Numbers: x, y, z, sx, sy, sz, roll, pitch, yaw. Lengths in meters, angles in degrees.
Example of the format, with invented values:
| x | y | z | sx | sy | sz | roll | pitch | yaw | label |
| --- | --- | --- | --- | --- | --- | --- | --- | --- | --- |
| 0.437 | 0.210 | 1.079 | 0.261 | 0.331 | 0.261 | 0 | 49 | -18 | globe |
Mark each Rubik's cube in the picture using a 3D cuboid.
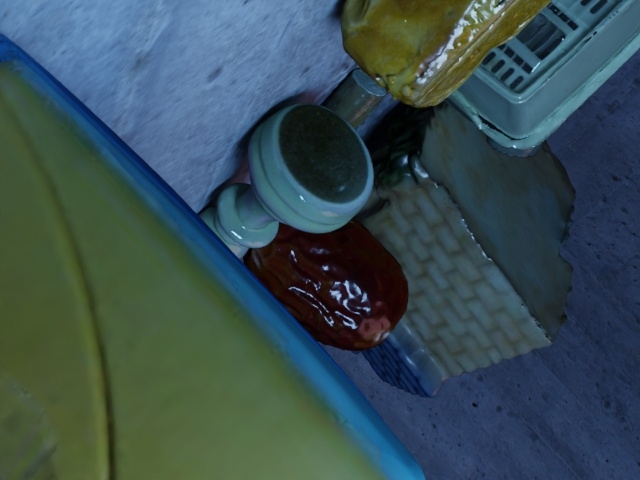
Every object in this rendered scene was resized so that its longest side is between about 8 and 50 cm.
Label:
| x | y | z | sx | sy | sz | roll | pitch | yaw | label |
| --- | --- | --- | --- | --- | --- | --- | --- | --- | --- |
| -0.168 | 0.135 | 0.689 | 0.347 | 0.352 | 0.351 | -44 | 176 | -4 | Rubik's cube |

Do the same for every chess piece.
| x | y | z | sx | sy | sz | roll | pitch | yaw | label |
| --- | --- | --- | --- | --- | --- | --- | --- | --- | --- |
| -0.071 | -0.037 | 1.320 | 0.139 | 0.139 | 0.271 | -38 | -177 | -43 | chess piece |

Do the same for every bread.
| x | y | z | sx | sy | sz | roll | pitch | yaw | label |
| --- | --- | --- | --- | --- | --- | --- | --- | --- | --- |
| 0.150 | -0.257 | 1.090 | 0.294 | 0.132 | 0.167 | -44 | 173 | 19 | bread |

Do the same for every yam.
| x | y | z | sx | sy | sz | roll | pitch | yaw | label |
| --- | --- | --- | --- | --- | --- | --- | --- | --- | --- |
| 0.020 | -0.142 | 1.405 | 0.132 | 0.054 | 0.054 | -47 | 173 | 26 | yam |

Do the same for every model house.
| x | y | z | sx | sy | sz | roll | pitch | yaw | label |
| --- | --- | --- | --- | --- | --- | --- | --- | --- | --- |
| 0.154 | -0.018 | 1.945 | 0.400 | 0.395 | 0.445 | -30 | -161 | 33 | model house |

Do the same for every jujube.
| x | y | z | sx | sy | sz | roll | pitch | yaw | label |
| --- | --- | --- | --- | --- | --- | --- | --- | --- | --- |
| 0.007 | 0.044 | 1.664 | 0.174 | 0.250 | 0.174 | -44 | 179 | -1 | jujube |

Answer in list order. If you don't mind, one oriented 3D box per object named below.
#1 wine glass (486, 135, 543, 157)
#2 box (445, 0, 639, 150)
| x | y | z | sx | sy | sz | roll | pitch | yaw | label |
| --- | --- | --- | --- | --- | --- | --- | --- | --- | --- |
| 0.307 | -0.235 | 1.671 | 0.264 | 0.096 | 0.309 | -64 | 171 | -60 | wine glass |
| 0.244 | -0.256 | 1.325 | 0.290 | 0.220 | 0.166 | -43 | 160 | -4 | box |
